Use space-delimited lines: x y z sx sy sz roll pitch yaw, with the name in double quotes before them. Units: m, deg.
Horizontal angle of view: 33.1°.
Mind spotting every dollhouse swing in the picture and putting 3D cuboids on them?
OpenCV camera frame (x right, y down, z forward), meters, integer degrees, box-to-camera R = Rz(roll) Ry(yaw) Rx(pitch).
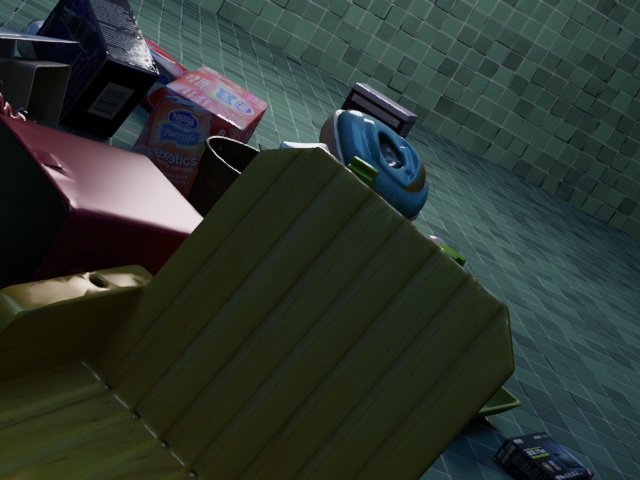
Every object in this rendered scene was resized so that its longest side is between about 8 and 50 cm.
"dollhouse swing" -0.061 0.110 0.840 0.347 0.305 0.315 42 18 15

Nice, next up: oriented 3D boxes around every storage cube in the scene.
"storage cube" -0.249 0.010 1.083 0.193 0.184 0.215 14 22 -46

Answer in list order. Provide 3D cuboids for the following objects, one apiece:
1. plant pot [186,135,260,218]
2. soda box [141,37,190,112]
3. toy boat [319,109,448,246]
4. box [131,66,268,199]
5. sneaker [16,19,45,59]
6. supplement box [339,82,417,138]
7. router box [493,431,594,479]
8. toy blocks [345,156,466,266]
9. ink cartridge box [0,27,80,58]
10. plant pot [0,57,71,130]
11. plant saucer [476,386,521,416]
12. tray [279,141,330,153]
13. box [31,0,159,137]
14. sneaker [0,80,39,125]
"plant pot" -0.120 -0.032 1.473 0.167 0.165 0.167 28 17 -9
"soda box" -0.307 -0.303 2.097 0.083 0.092 0.263 11 25 -48
"toy boat" 0.124 -0.071 1.821 0.267 0.148 0.318 24 47 -51
"box" -0.200 -0.183 1.816 0.142 0.154 0.300 30 15 -3
"sneaker" -0.425 -0.322 1.976 0.262 0.099 0.121 -4 45 -51
"supplement box" 0.072 -0.173 2.111 0.130 0.239 0.073 34 15 13
"router box" 0.300 0.302 1.440 0.092 0.038 0.122 40 18 31
"toy blocks" 0.000 0.000 1.639 0.381 0.191 0.261 34 28 14
"ink cartridge box" -0.526 -0.288 1.579 0.239 0.060 0.275 14 12 15
"plant pot" -0.447 -0.220 1.593 0.096 0.109 0.109 19 14 11
"plant saucer" 0.166 0.195 1.516 0.188 0.045 0.188 40 18 29
"tray" -0.012 0.008 1.401 0.030 0.270 0.145 3 5 25
"box" -0.373 -0.300 1.770 0.108 0.153 0.207 13 40 -45
"sneaker" -0.409 -0.115 1.344 0.097 0.135 0.276 28 -13 39
